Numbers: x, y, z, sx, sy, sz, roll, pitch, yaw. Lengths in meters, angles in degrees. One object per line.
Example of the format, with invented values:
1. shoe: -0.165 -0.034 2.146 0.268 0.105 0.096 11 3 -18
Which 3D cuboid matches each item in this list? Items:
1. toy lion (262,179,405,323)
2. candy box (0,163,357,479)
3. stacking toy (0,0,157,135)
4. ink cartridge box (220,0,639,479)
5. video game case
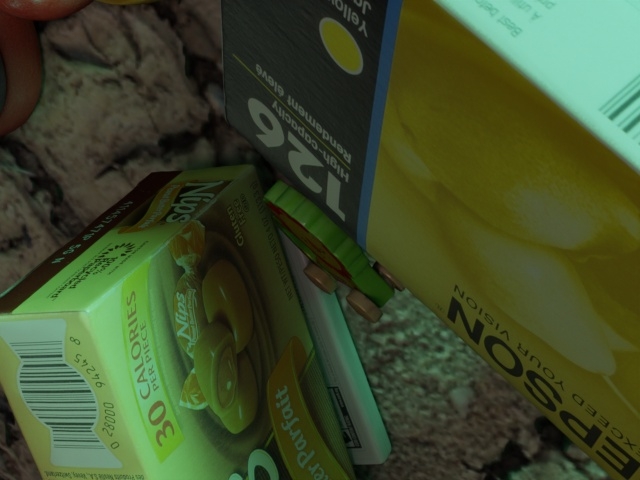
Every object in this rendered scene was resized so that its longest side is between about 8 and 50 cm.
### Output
1. toy lion: 0.000 0.000 0.719 0.096 0.034 0.100 45 172 -26
2. candy box: -0.068 0.135 0.758 0.087 0.183 0.316 -3 115 31
3. stacking toy: -0.251 -0.190 0.740 0.309 0.130 0.279 -36 96 38
4. ink cartridge box: 0.071 -0.016 0.575 0.303 0.072 0.307 42 156 19
5. video game case: -0.057 0.070 0.848 0.173 0.022 0.190 -8 113 32
